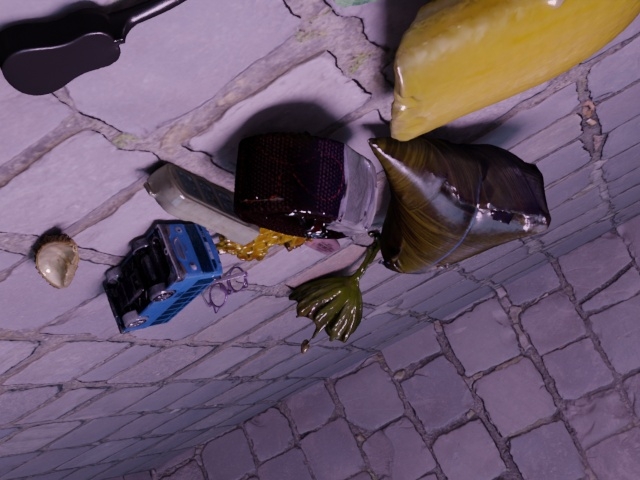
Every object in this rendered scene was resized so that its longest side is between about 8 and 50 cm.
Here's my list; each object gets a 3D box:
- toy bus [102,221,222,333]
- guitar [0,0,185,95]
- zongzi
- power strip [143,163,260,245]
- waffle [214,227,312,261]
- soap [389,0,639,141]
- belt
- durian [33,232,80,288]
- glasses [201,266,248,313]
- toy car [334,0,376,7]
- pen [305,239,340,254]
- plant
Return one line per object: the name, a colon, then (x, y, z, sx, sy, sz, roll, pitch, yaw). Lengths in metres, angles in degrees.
toy bus: (-0.278, 0.064, 1.347, 0.134, 0.116, 0.234, -6, 156, -44)
guitar: (-0.198, -0.224, 0.781, 0.271, 0.038, 0.084, -23, 163, -3)
zongzi: (0.160, -0.068, 1.480, 0.433, 0.207, 0.403, 11, 154, -32)
power strip: (-0.181, -0.057, 1.198, 0.048, 0.080, 0.286, -35, 158, 13)
waffle: (-0.076, -0.030, 1.445, 0.232, 0.051, 0.229, -33, 157, 22)
soap: (0.279, -0.294, 1.065, 0.428, 0.115, 0.306, -23, 158, -5)
belt: (-0.017, -0.091, 1.186, 0.184, 0.163, 0.289, -3, 171, 22)
durian: (-0.407, 0.028, 1.166, 0.052, 0.066, 0.130, -10, 147, -38)
glasses: (-0.228, 0.101, 1.587, 0.140, 0.062, 0.104, -38, 156, 31)
toy car: (0.059, -0.319, 0.812, 0.094, 0.058, 0.186, -16, 160, -19)
pen: (0.000, 0.000, 1.642, 0.053, 0.032, 0.197, -28, 163, 11)
plant: (0.091, 0.130, 1.916, 0.334, 0.180, 0.251, -36, 169, 22)
